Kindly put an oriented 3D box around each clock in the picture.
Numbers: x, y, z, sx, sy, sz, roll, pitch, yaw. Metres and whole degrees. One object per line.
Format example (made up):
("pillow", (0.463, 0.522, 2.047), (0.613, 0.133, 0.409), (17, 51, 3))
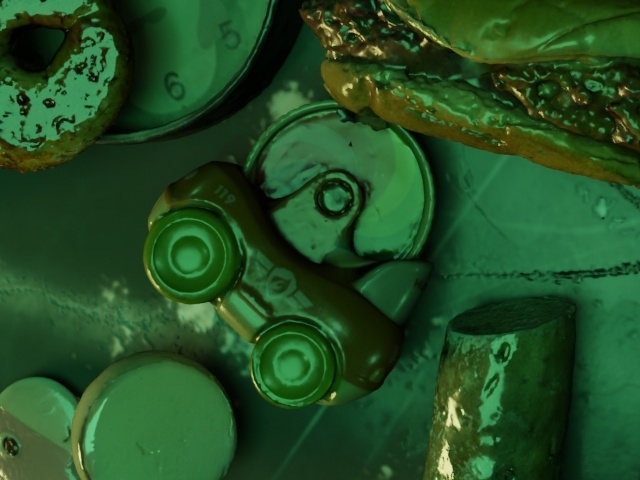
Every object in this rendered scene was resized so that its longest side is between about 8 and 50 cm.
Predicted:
("clock", (-0.163, -0.231, 1.396), (0.318, 0.066, 0.319), (4, 102, 20))

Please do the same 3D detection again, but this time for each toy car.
("toy car", (0.000, 0.000, 1.358), (0.235, 0.145, 0.235), (0, 90, 7))

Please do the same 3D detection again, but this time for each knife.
("knife", (-0.174, 0.301, 1.522), (0.132, 0.038, 0.399), (-34, 89, 25))

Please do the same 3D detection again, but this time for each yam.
("yam", (0.136, 0.137, 1.341), (0.107, 0.107, 0.194), (10, 103, 18))

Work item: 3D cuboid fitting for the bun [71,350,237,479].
("bun", (-0.141, 0.153, 1.454), (0.138, 0.094, 0.138), (-4, 103, -16))

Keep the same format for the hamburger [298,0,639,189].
("hamburger", (0.154, -0.124, 1.255), (0.282, 0.245, 0.155), (7, 102, -27))

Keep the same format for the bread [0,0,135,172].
("bread", (-0.230, -0.148, 1.371), (0.193, 0.064, 0.193), (2, 100, 13))
